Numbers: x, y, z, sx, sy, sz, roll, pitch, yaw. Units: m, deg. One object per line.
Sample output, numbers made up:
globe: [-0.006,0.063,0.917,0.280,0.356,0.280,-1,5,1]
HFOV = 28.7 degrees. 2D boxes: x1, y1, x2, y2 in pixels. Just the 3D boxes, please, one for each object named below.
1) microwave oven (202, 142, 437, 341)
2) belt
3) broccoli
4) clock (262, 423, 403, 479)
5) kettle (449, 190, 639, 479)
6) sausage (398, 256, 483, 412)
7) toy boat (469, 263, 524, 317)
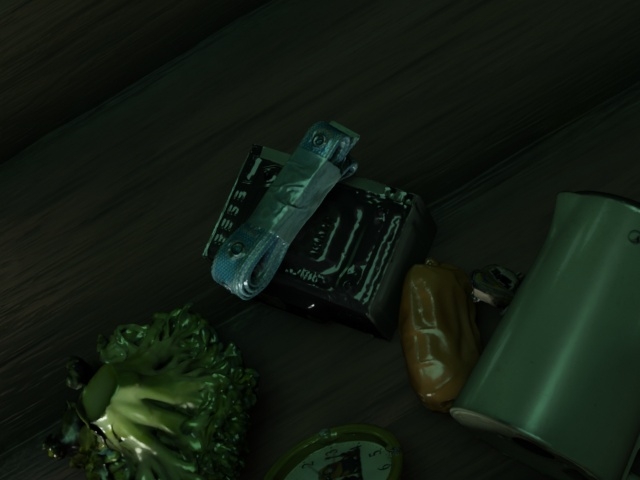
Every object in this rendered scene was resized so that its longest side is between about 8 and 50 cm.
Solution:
microwave oven: [0.000,0.000,1.974,0.295,0.181,0.238,19,76,21]
belt: [-0.049,-0.048,1.862,0.072,0.087,0.302,32,82,36]
broccoli: [-0.257,0.267,1.939,0.334,0.272,0.324,-44,26,5]
clock: [0.020,0.365,1.860,0.237,0.057,0.237,-19,28,10]
kettle: [0.424,0.163,1.780,0.361,0.250,0.377,28,77,2]
sausage: [0.182,0.142,1.899,0.120,0.136,0.241,-12,64,15]
toy boat: [0.258,0.070,1.867,0.084,0.210,0.066,46,104,20]
